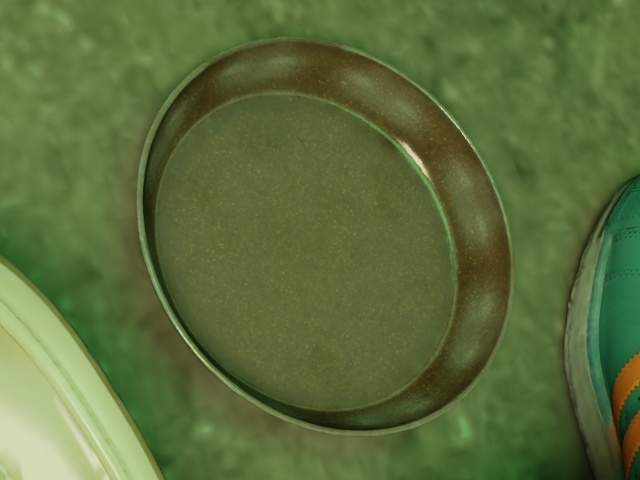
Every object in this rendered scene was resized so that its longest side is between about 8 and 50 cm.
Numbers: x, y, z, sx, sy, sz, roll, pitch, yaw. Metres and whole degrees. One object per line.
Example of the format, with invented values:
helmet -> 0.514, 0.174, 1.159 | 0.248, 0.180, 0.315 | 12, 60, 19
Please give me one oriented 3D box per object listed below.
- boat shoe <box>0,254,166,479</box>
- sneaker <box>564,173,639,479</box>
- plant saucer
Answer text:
boat shoe -> -0.162, 0.032, 0.635 | 0.098, 0.109, 0.302 | -40, 86, -29
sneaker -> 0.170, 0.095, 0.778 | 0.108, 0.121, 0.302 | 15, 64, -23
plant saucer -> 0.000, 0.000, 0.779 | 0.168, 0.029, 0.168 | 10, 67, -24
